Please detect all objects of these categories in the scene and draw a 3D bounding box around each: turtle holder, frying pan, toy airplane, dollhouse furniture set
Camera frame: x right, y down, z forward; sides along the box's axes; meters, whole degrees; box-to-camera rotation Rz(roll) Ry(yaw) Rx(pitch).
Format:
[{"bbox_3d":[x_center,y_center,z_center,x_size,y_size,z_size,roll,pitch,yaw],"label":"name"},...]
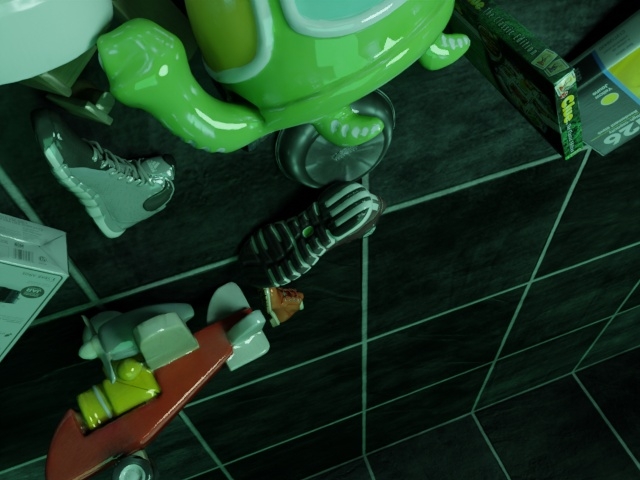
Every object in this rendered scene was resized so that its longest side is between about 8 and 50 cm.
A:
[{"bbox_3d":[-0.037,-0.231,0.502,0.320,0.243,0.227,-25,128,9],"label":"turtle holder"},{"bbox_3d":[0.029,-0.187,0.745,0.197,0.053,0.326,-16,145,-12],"label":"frying pan"},{"bbox_3d":[-0.280,0.205,0.905,0.386,0.272,0.384,-53,173,20],"label":"toy airplane"},{"bbox_3d":[-0.247,-0.215,0.569,0.144,0.123,0.151,41,74,-51],"label":"dollhouse furniture set"}]

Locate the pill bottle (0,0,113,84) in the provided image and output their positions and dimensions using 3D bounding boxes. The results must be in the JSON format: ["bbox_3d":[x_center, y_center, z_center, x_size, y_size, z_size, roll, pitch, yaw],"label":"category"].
[{"bbox_3d":[-0.266,-0.305,0.288,0.224,0.224,0.392,-15,141,-13],"label":"pill bottle"}]

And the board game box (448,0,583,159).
[{"bbox_3d":[0.221,-0.222,0.629,0.030,0.260,0.136,-34,143,13],"label":"board game box"}]

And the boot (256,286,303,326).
[{"bbox_3d":[-0.078,0.112,1.038,0.084,0.059,0.158,-24,151,-7],"label":"boot"}]

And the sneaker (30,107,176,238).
[{"bbox_3d":[-0.258,-0.100,0.667,0.132,0.086,0.229,-23,153,-10],"label":"sneaker"}]

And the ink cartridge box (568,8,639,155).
[{"bbox_3d":[0.566,-0.267,0.862,0.307,0.072,0.303,17,140,-34],"label":"ink cartridge box"}]

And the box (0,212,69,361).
[{"bbox_3d":[-0.506,0.086,0.736,0.169,0.087,0.290,21,123,-44],"label":"box"}]

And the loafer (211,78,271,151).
[{"bbox_3d":[-0.095,-0.194,0.663,0.061,0.062,0.170,-37,151,-21],"label":"loafer"}]

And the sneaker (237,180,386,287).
[{"bbox_3d":[0.000,0.000,0.910,0.281,0.107,0.162,-29,166,28],"label":"sneaker"}]
